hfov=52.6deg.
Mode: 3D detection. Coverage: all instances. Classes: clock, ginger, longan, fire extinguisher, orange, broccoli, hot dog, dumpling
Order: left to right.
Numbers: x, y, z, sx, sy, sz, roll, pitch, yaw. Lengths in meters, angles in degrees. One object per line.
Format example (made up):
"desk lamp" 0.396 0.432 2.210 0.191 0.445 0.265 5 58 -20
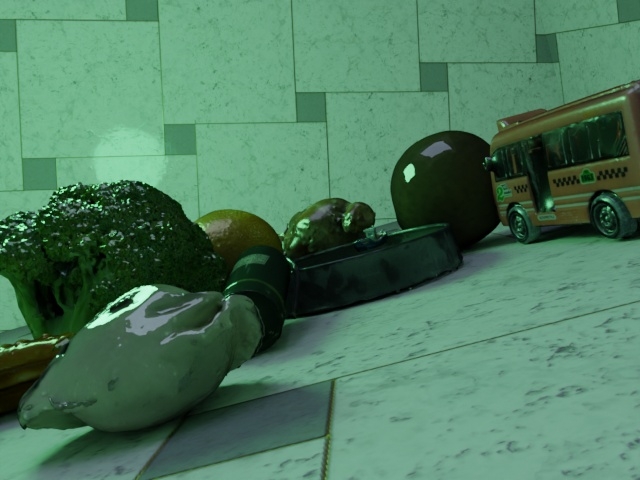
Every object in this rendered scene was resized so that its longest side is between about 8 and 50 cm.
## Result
"hot dog" -0.413 0.187 0.877 0.269 0.115 0.072 -14 39 2
"broccoli" -0.321 0.057 1.053 0.321 0.309 0.413 -25 -37 33
"dumpling" -0.169 0.128 0.648 0.247 0.142 0.172 -22 -32 -3
"orange" -0.189 0.042 1.333 0.237 0.236 0.236 -15 3 1
"fire extinguisher" -0.089 0.067 0.948 0.118 0.093 0.294 -11 15 3
"ginger" 0.000 0.000 1.503 0.256 0.176 0.375 -27 0 -27
"clock" 0.064 0.050 1.181 0.387 0.076 0.386 -16 3 1
"longan" 0.266 -0.100 1.352 0.258 0.257 0.258 -15 3 1

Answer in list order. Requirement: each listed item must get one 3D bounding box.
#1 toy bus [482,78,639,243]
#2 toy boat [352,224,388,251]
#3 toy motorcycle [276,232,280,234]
"toy bus" 0.451 -0.130 1.060 0.203 0.232 0.427 -16 3 -14
"toy boat" 0.082 -0.005 1.035 0.038 0.038 0.083 -13 4 38
"toy motorcycle" -0.084 0.033 1.760 0.343 0.142 0.206 -15 41 3
